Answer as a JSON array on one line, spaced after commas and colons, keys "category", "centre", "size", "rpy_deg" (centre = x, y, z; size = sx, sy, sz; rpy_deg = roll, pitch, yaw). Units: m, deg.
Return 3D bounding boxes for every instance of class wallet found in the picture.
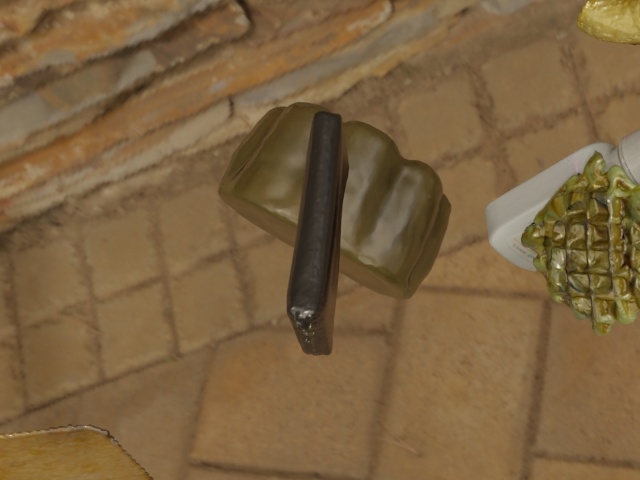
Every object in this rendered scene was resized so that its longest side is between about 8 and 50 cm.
[{"category": "wallet", "centre": [0.000, 0.000, 1.250], "size": [0.044, 0.149, 0.250], "rpy_deg": [2, 67, 8]}]

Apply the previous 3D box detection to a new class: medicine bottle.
[{"category": "medicine bottle", "centre": [0.405, -0.061, 1.798], "size": [0.296, 0.161, 0.111], "rpy_deg": [-33, 46, 36]}]

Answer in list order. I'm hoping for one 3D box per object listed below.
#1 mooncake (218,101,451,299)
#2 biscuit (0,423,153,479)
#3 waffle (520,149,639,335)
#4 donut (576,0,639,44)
[{"category": "mooncake", "centre": [0.032, -0.069, 1.929], "size": [0.378, 0.378, 0.200], "rpy_deg": [27, 83, 30]}, {"category": "biscuit", "centre": [-0.343, 0.314, 1.584], "size": [0.237, 0.232, 0.013], "rpy_deg": [-8, 49, 20]}, {"category": "waffle", "centre": [0.377, 0.016, 1.584], "size": [0.204, 0.054, 0.223], "rpy_deg": [49, 133, 15]}, {"category": "donut", "centre": [0.299, -0.277, 1.138], "size": [0.146, 0.078, 0.181], "rpy_deg": [-5, 100, 46]}]
